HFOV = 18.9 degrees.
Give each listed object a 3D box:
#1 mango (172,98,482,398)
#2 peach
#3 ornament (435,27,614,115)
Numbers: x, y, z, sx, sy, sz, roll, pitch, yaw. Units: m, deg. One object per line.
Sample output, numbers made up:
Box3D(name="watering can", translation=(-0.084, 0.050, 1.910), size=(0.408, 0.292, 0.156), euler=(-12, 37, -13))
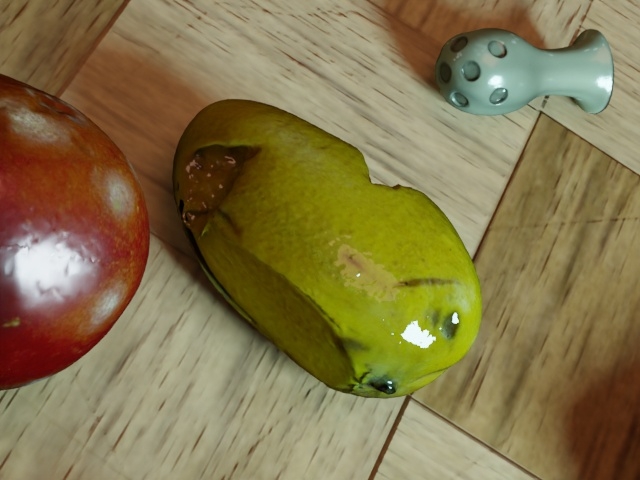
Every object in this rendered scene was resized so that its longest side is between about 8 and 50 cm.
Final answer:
Box3D(name="mango", translation=(0.000, 0.000, 1.364), size=(0.262, 0.130, 0.167), euler=(39, 43, 7))
Box3D(name="peach", translation=(-0.226, -0.010, 1.206), size=(0.243, 0.199, 0.243), euler=(23, 11, -5))
Box3D(name="ornament", translation=(0.163, -0.138, 1.584), size=(0.156, 0.081, 0.075), euler=(-5, 98, -32))
